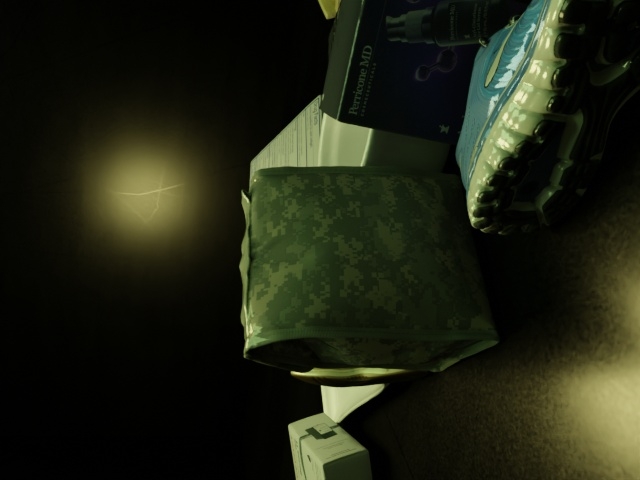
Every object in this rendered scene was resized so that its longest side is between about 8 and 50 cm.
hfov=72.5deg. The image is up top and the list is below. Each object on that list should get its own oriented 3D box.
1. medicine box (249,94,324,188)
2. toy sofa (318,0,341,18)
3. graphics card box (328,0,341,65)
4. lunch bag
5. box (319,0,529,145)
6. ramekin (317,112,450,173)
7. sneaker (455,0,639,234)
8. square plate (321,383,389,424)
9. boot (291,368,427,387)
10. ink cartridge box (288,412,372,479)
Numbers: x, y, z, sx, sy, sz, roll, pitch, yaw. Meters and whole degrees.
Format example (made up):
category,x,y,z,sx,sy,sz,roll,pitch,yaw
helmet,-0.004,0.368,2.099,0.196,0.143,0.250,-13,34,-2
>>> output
category,x,y,z,sx,sy,sz,roll,pitch,yaw
medicine box,-0.031,-0.124,0.994,0.289,0.149,0.263,-32,48,41
toy sofa,0.069,-0.679,0.932,0.362,0.177,0.150,88,161,-74
graphics card box,0.105,-0.479,0.914,0.371,0.094,0.232,125,148,-62
lunch bag,0.039,0.035,0.549,0.169,0.287,0.235,118,153,-57
box,0.118,-0.196,0.490,0.108,0.207,0.153,-114,32,-64
ramekin,0.096,-0.172,0.709,0.277,0.135,0.277,-173,90,-75
sneaker,0.190,-0.165,0.355,0.147,0.130,0.330,-102,22,-45
square plate,0.058,0.180,0.897,0.347,0.049,0.343,114,156,-52
boot,0.055,0.140,0.687,0.077,0.213,0.165,42,-139,-51
ink cartridge box,0.017,0.428,0.796,0.208,0.087,0.153,165,96,-70
